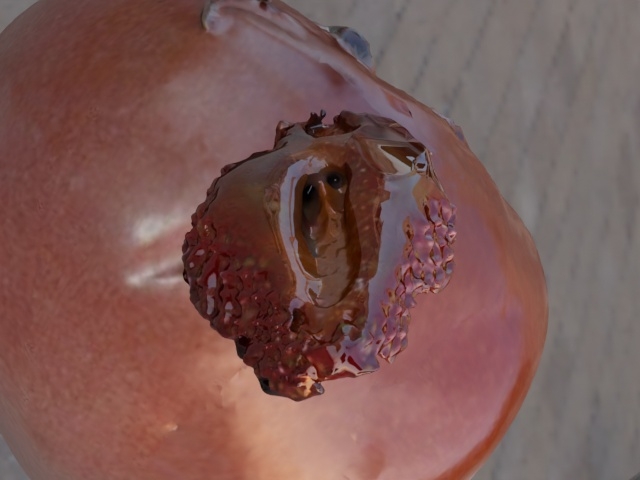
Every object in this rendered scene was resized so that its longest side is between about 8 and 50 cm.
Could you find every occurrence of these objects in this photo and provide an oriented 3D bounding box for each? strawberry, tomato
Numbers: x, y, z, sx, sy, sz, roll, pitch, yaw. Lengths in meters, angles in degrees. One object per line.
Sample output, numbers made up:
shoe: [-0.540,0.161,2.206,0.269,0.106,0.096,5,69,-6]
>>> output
strawberry: [0.000,-0.003,0.620,0.152,0.104,0.048,-102,-175,-60]
tomato: [-0.056,0.027,0.903,0.273,0.341,0.341,-59,149,-13]

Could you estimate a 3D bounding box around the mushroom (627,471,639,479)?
mushroom: [0.176,0.221,0.944,0.351,0.122,0.095,-47,123,-25]
